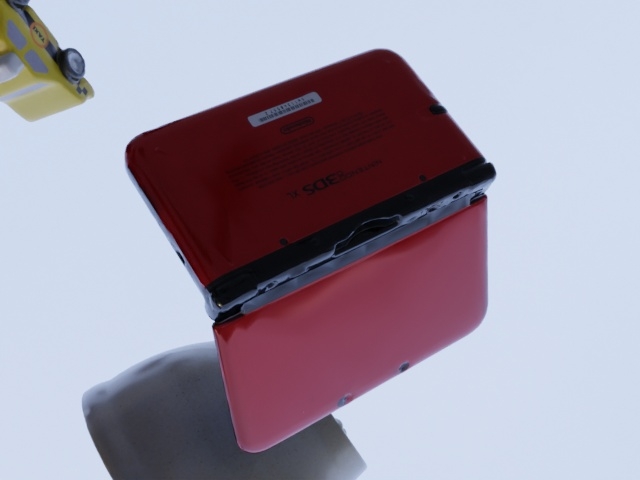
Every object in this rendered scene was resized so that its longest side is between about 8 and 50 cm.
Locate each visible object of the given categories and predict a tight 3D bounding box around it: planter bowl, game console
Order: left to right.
[{"bbox_3d":[-0.042,0.121,0.522,0.109,0.162,0.162,-35,-110,-6],"label":"planter bowl"},{"bbox_3d":[0.000,0.000,0.411,0.144,0.085,0.124,-25,-112,-26],"label":"game console"}]

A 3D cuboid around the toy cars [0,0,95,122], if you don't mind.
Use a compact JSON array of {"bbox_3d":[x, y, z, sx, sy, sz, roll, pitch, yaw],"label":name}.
[{"bbox_3d":[-0.295,-0.257,0.866,0.176,0.394,0.087,15,-135,-6],"label":"toy cars"}]
